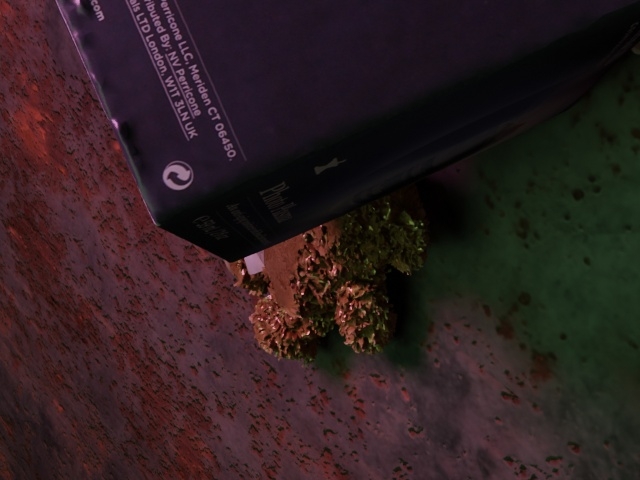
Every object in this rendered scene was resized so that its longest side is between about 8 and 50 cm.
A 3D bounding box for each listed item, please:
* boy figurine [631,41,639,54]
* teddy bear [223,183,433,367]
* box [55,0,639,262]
[{"bbox_3d":[0.223,-0.202,0.596,0.285,0.092,0.177,46,135,27],"label":"boy figurine"},{"bbox_3d":[0.000,0.000,0.943,0.245,0.113,0.338,55,146,29],"label":"teddy bear"},{"bbox_3d":[0.024,-0.127,0.608,0.296,0.294,0.182,64,-179,-85],"label":"box"}]
